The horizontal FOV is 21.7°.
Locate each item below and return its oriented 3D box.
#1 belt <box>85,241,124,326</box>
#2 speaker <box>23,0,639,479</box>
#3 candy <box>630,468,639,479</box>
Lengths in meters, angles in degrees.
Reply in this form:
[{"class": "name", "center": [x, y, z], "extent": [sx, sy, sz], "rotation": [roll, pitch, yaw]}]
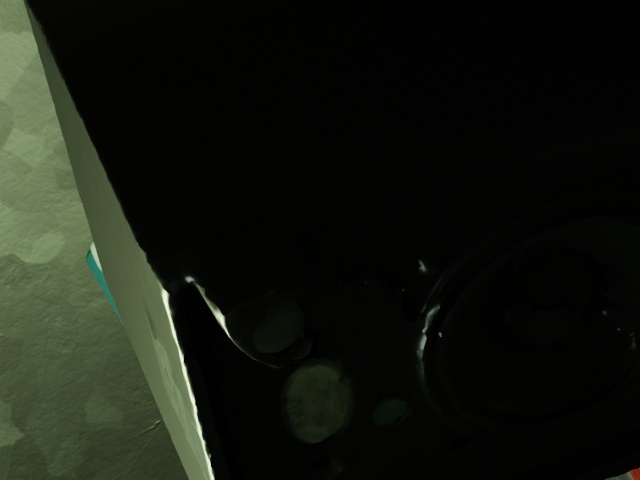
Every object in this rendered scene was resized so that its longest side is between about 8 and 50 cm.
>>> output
[{"class": "belt", "center": [0.001, 0.001, 1.230], "extent": [0.173, 0.300, 0.436], "rotation": [60, -165, 7]}, {"class": "speaker", "center": [0.035, -0.014, 0.654], "extent": [0.254, 0.232, 0.184], "rotation": [-122, 15, -48]}, {"class": "candy", "center": [0.236, 0.148, 1.065], "extent": [0.086, 0.059, 0.292], "rotation": [63, 179, 4]}]
